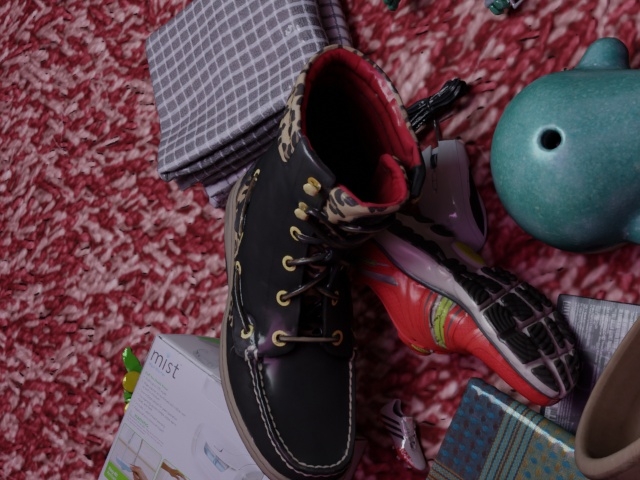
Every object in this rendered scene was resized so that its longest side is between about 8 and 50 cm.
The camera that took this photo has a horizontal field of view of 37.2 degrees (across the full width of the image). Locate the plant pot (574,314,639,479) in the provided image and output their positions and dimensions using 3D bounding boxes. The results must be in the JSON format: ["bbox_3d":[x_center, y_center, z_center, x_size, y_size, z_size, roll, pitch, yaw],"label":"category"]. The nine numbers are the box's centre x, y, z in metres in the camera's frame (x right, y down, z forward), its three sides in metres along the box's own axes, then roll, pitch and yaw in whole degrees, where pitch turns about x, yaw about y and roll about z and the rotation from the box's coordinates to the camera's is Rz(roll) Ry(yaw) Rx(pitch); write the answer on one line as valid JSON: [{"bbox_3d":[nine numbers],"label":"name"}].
[{"bbox_3d":[0.357,0.131,0.700,0.229,0.263,0.263,37,107,6],"label":"plant pot"}]

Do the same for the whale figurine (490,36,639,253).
[{"bbox_3d":[0.280,-0.095,0.859,0.272,0.141,0.216,-21,70,32],"label":"whale figurine"}]

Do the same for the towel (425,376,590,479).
[{"bbox_3d":[0.238,0.330,0.876,0.370,0.040,0.271,31,106,37],"label":"towel"}]

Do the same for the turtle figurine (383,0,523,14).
[{"bbox_3d":[0.165,-0.327,1.006,0.234,0.118,0.175,-11,118,24],"label":"turtle figurine"}]

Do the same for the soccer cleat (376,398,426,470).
[{"bbox_3d":[0.092,0.208,1.022,0.035,0.029,0.083,-50,52,24],"label":"soccer cleat"}]

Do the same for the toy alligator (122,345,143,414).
[{"bbox_3d":[-0.229,0.232,1.248,0.051,0.056,0.189,-5,76,-5],"label":"toy alligator"}]

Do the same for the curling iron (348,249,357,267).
[{"bbox_3d":[0.000,0.000,1.121,0.274,0.035,0.068,2,85,36],"label":"curling iron"}]

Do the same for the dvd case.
[{"bbox_3d":[0.311,0.144,0.873,0.221,0.018,0.164,7,86,38],"label":"dvd case"}]

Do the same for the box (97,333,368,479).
[{"bbox_3d":[-0.115,0.266,1.105,0.262,0.127,0.231,27,99,37],"label":"box"}]

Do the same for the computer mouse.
[{"bbox_3d":[0.131,-0.074,1.030,0.106,0.042,0.193,-24,69,31],"label":"computer mouse"}]

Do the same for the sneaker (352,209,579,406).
[{"bbox_3d":[0.139,0.078,0.959,0.279,0.107,0.118,43,125,34],"label":"sneaker"}]

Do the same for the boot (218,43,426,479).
[{"bbox_3d":[-0.001,0.027,0.923,0.284,0.138,0.377,124,147,-54],"label":"boot"}]

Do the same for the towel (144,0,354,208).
[{"bbox_3d":[-0.096,-0.206,1.175,0.284,0.121,0.235,-29,65,30],"label":"towel"}]
